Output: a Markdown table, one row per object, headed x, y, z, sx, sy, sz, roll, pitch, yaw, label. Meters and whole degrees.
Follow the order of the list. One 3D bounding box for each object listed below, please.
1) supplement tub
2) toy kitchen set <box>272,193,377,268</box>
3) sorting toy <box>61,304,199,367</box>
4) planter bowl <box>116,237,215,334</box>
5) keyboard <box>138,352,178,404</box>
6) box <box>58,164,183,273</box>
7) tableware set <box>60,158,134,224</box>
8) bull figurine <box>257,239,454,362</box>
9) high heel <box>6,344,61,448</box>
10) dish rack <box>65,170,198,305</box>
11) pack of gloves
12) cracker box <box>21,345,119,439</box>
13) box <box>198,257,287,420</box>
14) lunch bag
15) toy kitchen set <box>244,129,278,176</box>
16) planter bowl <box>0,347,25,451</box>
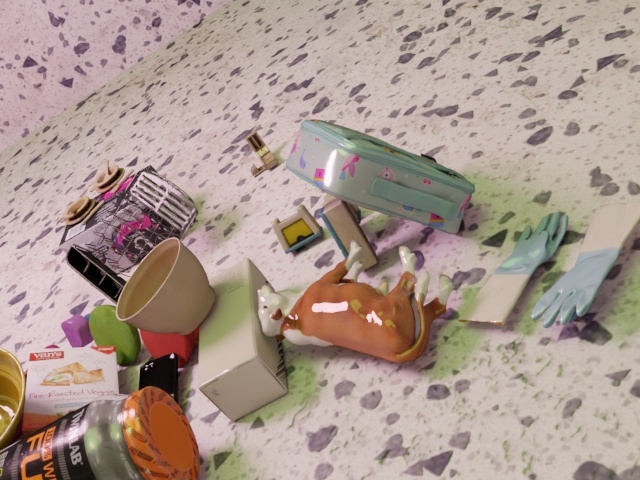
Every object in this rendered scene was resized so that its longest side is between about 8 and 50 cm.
| x | y | z | sx | sy | sz | roll | pitch | yaw | label |
| --- | --- | --- | --- | --- | --- | --- | --- | --- | --- |
| -0.346 | 0.349 | 1.084 | 0.316 | 0.193 | 0.193 | -30 | 31 | 9 | supplement tub |
| 0.000 | 0.000 | 1.343 | 0.166 | 0.122 | 0.207 | -29 | 11 | 10 | toy kitchen set |
| -0.347 | 0.160 | 1.457 | 0.365 | 0.127 | 0.126 | -4 | 19 | 37 | sorting toy |
| -0.246 | 0.091 | 1.249 | 0.162 | 0.109 | 0.162 | -37 | 30 | 26 | planter bowl |
| -0.281 | 0.283 | 1.273 | 0.100 | 0.038 | 0.192 | -19 | 40 | 7 | keyboard |
| -0.466 | -0.034 | 1.779 | 0.247 | 0.142 | 0.163 | -28 | 33 | 13 | box |
| -0.545 | -0.116 | 1.788 | 0.128 | 0.039 | 0.194 | 4 | 49 | 47 | tableware set |
| 0.046 | 0.095 | 1.131 | 0.310 | 0.101 | 0.188 | 12 | 59 | 40 | bull figurine |
| -0.579 | 0.298 | 1.370 | 0.127 | 0.181 | 0.377 | -48 | 27 | 20 | high heel |
| -0.395 | -0.012 | 1.602 | 0.208 | 0.074 | 0.271 | 34 | 92 | 21 | dish rack |
| 0.325 | 0.044 | 1.025 | 0.232 | 0.046 | 0.195 | -48 | 22 | -27 | pack of gloves |
| -0.434 | 0.275 | 1.316 | 0.155 | 0.067 | 0.232 | 0 | 25 | -18 | cracker box |
| -0.132 | 0.155 | 1.241 | 0.113 | 0.094 | 0.275 | -29 | 32 | 11 | box |
| 0.104 | -0.104 | 1.207 | 0.224 | 0.279 | 0.108 | 34 | 107 | 59 | lunch bag |
| -0.154 | -0.202 | 1.771 | 0.068 | 0.075 | 0.083 | -36 | 27 | 1 | toy kitchen set |
| -0.552 | 0.285 | 1.202 | 0.217 | 0.090 | 0.217 | -8 | 52 | 10 | planter bowl |
